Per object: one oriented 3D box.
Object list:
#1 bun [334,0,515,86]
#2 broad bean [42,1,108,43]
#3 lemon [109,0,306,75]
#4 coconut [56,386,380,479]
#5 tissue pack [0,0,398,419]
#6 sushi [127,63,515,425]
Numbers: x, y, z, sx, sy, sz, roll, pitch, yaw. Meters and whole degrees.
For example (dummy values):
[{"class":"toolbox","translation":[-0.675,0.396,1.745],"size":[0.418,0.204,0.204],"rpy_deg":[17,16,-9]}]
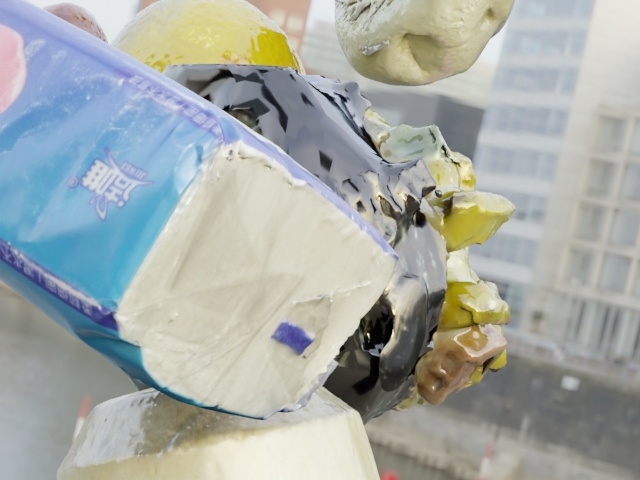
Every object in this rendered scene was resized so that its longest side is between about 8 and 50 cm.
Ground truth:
[{"class":"bun","translation":[0.130,-0.299,1.831],"size":[0.168,0.272,0.273],"rpy_deg":[26,-7,-30]},{"class":"broad bean","translation":[-0.196,-0.098,1.185],"size":[0.084,0.165,0.114],"rpy_deg":[11,16,8]},{"class":"lemon","translation":[-0.137,-0.157,1.798],"size":[0.267,0.267,0.267],"rpy_deg":[13,0,0]},{"class":"coconut","translation":[-0.051,0.190,0.940],"size":[0.202,0.222,0.202],"rpy_deg":[-12,-9,-2]},{"class":"tissue pack","translation":[-0.120,-0.027,0.837],"size":[0.270,0.137,0.209],"rpy_deg":[30,-1,31]},{"class":"sushi","translation":[0.000,0.000,1.325],"size":[0.285,0.328,0.328],"rpy_deg":[-15,12,-37]}]
